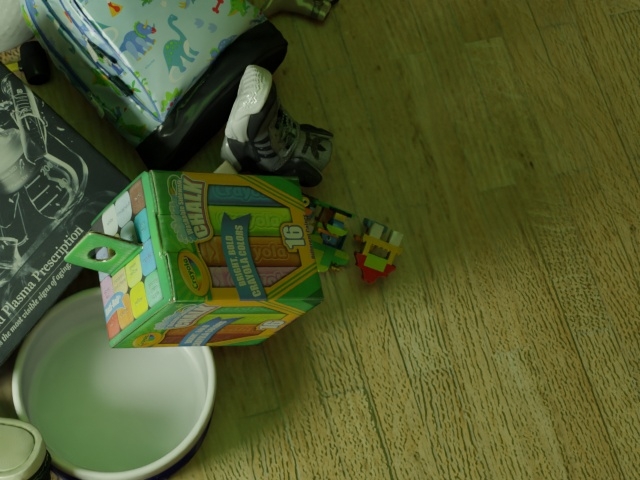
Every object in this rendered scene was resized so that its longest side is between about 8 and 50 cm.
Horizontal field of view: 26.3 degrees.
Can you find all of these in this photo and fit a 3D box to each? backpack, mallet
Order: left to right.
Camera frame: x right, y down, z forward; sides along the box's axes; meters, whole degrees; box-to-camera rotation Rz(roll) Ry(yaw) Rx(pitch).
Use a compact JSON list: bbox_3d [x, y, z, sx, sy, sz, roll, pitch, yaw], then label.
[{"bbox_3d":[-0.498,-0.256,2.033,0.189,0.039,0.062,-7,69,-5],"label":"mallet"},{"bbox_3d":[-0.258,-0.317,1.943,0.355,0.273,0.290,42,71,7],"label":"backpack"}]

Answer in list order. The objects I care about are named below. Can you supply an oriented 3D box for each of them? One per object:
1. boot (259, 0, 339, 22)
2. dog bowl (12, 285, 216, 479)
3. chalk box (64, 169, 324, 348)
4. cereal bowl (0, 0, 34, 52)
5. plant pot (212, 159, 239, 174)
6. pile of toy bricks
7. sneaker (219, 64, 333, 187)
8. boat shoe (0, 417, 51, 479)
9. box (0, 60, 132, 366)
[{"bbox_3d":[-0.029,-0.366,2.127,0.087,0.042,0.118,36,68,7],"label":"boot"},{"bbox_3d":[-0.271,0.199,1.821,0.264,0.104,0.265,2,66,-5],"label":"dog bowl"},{"bbox_3d":[-0.173,0.027,1.726,0.288,0.180,0.179,0,68,-34],"label":"chalk box"},{"bbox_3d":[-0.534,-0.448,2.032,0.338,0.141,0.339,0,70,0],"label":"cereal bowl"},{"bbox_3d":[-0.143,-0.032,1.940,0.096,0.109,0.109,43,69,-1],"label":"plant pot"},{"bbox_3d":[0.000,0.000,1.951,0.212,0.118,0.105,21,94,-14],"label":"pile of toy bricks"},{"bbox_3d":[-0.052,-0.154,1.912,0.153,0.268,0.101,17,71,-4],"label":"sneaker"},{"bbox_3d":[-0.488,0.279,1.755,0.340,0.113,0.127,1,46,19],"label":"boat shoe"},{"bbox_3d":[-0.469,-0.028,1.801,0.312,0.179,0.343,42,67,-12],"label":"box"}]
